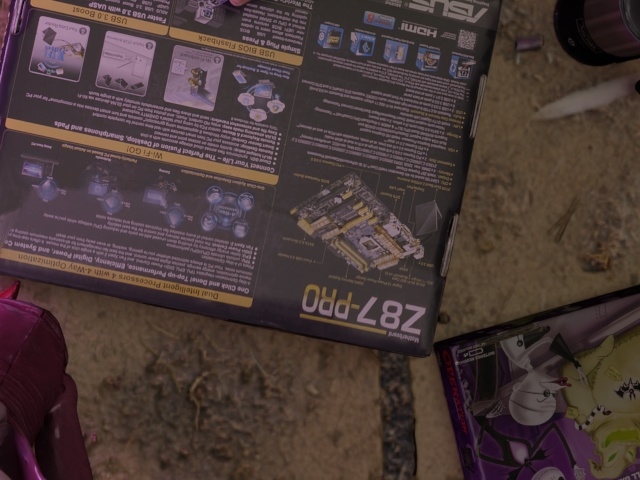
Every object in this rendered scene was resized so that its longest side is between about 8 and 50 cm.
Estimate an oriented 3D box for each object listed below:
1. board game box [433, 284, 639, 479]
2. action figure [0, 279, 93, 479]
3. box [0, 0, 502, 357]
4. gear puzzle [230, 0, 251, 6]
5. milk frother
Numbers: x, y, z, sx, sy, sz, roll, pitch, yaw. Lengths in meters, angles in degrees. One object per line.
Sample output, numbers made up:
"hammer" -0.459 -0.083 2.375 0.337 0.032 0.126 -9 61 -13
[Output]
"board game box" 0.287 0.149 1.736 0.346 0.056 0.208 -15 99 -17
"action figure" -0.269 0.125 1.421 0.248 0.370 0.276 32 124 -12
"box" -0.071 -0.094 1.579 0.394 0.097 0.318 11 87 -12
"gear puzzle" -0.077 -0.361 1.500 0.175 0.044 0.339 -29 86 26
"milk frother" 0.303 -0.209 1.694 0.129 0.134 0.143 40 79 -14
